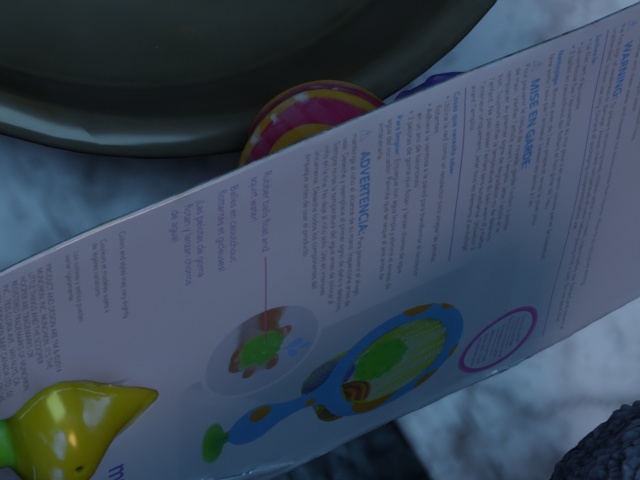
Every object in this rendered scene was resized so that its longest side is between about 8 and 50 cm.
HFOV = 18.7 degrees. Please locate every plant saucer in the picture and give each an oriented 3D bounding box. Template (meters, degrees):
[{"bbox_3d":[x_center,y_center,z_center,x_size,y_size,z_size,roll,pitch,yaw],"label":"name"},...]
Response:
[{"bbox_3d":[-0.057,-0.156,0.546,0.278,0.041,0.278,4,79,-20],"label":"plant saucer"}]

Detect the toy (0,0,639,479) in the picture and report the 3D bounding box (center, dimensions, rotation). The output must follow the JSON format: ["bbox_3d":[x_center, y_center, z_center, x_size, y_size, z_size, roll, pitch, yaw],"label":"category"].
[{"bbox_3d":[0.000,0.000,0.513,0.237,0.137,0.056,-27,58,-24],"label":"toy"}]

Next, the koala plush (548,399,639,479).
[{"bbox_3d":[0.050,0.160,0.466,0.221,0.196,0.203,-20,77,-22],"label":"koala plush"}]
